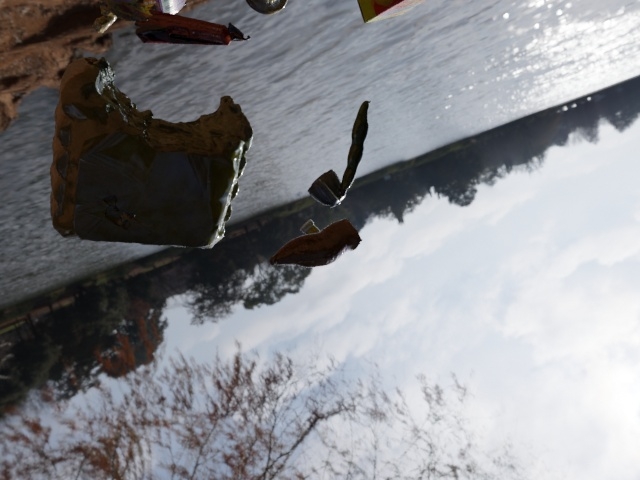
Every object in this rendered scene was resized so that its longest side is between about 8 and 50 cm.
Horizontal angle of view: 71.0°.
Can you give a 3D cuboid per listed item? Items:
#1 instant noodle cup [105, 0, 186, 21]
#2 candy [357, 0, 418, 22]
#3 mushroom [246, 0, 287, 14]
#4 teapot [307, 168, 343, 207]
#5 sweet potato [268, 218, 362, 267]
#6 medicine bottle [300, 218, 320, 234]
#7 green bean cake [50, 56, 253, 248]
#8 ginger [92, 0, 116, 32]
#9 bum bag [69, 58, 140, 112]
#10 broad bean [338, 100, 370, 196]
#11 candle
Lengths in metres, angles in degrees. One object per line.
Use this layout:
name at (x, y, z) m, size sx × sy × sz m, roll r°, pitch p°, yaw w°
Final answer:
instant noodle cup at (-0.554, -0.846, 1.342) m, size 0.339 × 0.340 × 0.266 m, roll -22°, pitch 154°, yaw -15°
candy at (0.210, -0.536, 0.894) m, size 0.146 × 0.088 × 0.276 m, roll -33°, pitch -161°, yaw -34°
mushroom at (-0.128, -0.601, 0.976) m, size 0.122 × 0.159 × 0.329 m, roll -22°, pitch -168°, yaw -1°
teapot at (0.033, -0.164, 1.432) m, size 0.111 × 0.108 × 0.149 m, roll -42°, pitch -179°, yaw -18°
sweet potato at (-0.021, 0.034, 1.532) m, size 0.336 × 0.131 × 0.131 m, roll -24°, pitch -173°, yaw -27°
medicine bottle at (0.000, 0.000, 2.159) m, size 0.074 × 0.218 × 0.074 m, roll -41°, pitch -169°, yaw 10°
green bean cake at (-0.224, -0.103, 0.603) m, size 0.236 × 0.233 × 0.124 m, roll 5°, pitch -157°, yaw -34°
ginger at (-0.771, -0.833, 1.621) m, size 0.096 × 0.067 × 0.165 m, roll 85°, pitch 30°, yaw -73°
bum bag at (-0.504, -0.314, 1.132) m, size 0.095 × 0.144 × 0.340 m, roll -32°, pitch 145°, yaw -1°
broad bean at (0.109, -0.276, 1.365) m, size 0.060 × 0.298 × 0.043 m, roll -3°, pitch -158°, yaw -46°
candle at (-0.336, -0.548, 1.186) m, size 0.301 × 0.084 × 0.059 m, roll 6°, pitch -155°, yaw -4°
